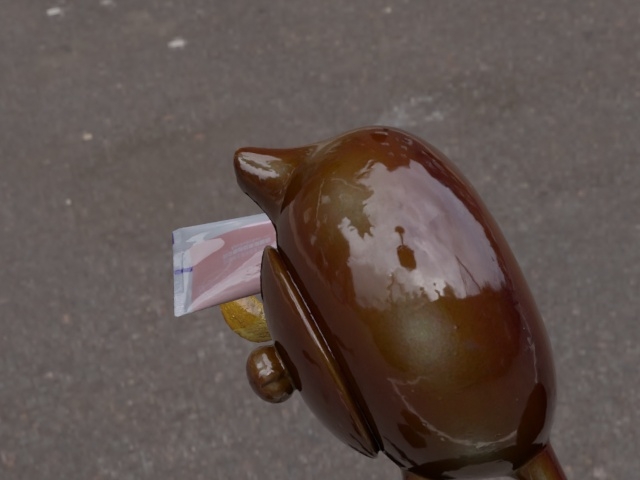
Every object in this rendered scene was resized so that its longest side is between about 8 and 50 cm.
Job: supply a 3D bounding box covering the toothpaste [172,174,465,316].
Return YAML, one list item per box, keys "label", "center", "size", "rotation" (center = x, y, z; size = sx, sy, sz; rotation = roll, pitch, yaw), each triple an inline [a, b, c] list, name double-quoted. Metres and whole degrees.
- label: "toothpaste"
  center: [0.000, 0.000, 0.794]
  size: [0.195, 0.043, 0.067]
  rotation: [-12, 55, 8]

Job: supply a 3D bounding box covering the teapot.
- label: "teapot"
  center: [0.036, 0.058, 0.600]
  size: [0.135, 0.252, 0.178]
  rotation: [-26, -8, 2]

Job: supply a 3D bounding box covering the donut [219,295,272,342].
- label: "donut"
  center: [-0.067, 0.061, 1.286]
  size: [0.067, 0.083, 0.038]
  rotation: [-11, -12, -28]
